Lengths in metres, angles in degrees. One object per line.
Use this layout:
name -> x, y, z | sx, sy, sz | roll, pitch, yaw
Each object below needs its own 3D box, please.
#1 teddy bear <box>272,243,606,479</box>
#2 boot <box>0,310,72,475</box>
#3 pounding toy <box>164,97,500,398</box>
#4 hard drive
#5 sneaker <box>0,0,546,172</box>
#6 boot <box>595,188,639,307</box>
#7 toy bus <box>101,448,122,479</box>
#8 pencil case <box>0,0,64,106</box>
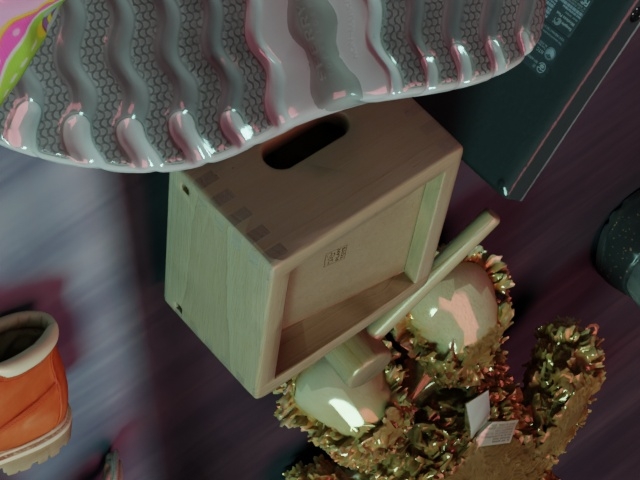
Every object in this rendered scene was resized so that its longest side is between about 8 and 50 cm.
teddy bear -> 0.080, 0.128, 1.130 | 0.245, 0.113, 0.338 | -54, 139, 1
boot -> -0.194, 0.089, 0.822 | 0.158, 0.059, 0.085 | -28, 141, -38
pounding toy -> 0.006, -0.001, 0.910 | 0.181, 0.094, 0.206 | -33, 155, -26
hard drive -> 0.111, -0.103, 0.898 | 0.022, 0.094, 0.135 | 8, 121, -50
sneaker -> -0.044, -0.090, 0.741 | 0.281, 0.115, 0.105 | -6, 99, -21
boot -> 0.389, -0.003, 1.190 | 0.338, 0.223, 0.118 | -37, 145, -11
toy bus -> -0.185, 0.243, 0.944 | 0.104, 0.202, 0.191 | 10, 132, -16
pencil case -> -0.185, -0.054, 0.609 | 0.284, 0.124, 0.124 | -52, 146, 14
